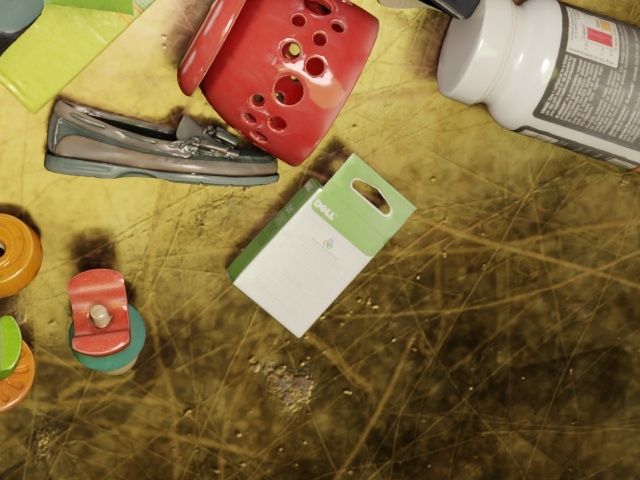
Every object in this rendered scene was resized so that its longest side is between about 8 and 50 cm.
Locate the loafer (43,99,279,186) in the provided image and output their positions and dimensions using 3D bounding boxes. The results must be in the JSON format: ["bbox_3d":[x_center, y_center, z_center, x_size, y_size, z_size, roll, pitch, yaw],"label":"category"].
[{"bbox_3d":[-0.176,-0.109,1.816,0.268,0.096,0.084,3,99,-9],"label":"loafer"}]

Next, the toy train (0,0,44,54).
[{"bbox_3d":[-0.430,-0.214,1.612,0.334,0.142,0.190,-35,102,33],"label":"toy train"}]

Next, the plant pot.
[{"bbox_3d":[-0.054,-0.201,1.766,0.174,0.191,0.191,28,99,-8],"label":"plant pot"}]

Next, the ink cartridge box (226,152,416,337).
[{"bbox_3d":[0.000,0.000,1.892,0.109,0.062,0.209,41,94,-18],"label":"ink cartridge box"}]

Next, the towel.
[{"bbox_3d":[-0.271,-0.256,1.795,0.237,0.021,0.102,-43,103,4],"label":"towel"}]

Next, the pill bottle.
[{"bbox_3d":[0.286,-0.187,1.841,0.278,0.162,0.162,17,102,-15],"label":"pill bottle"}]

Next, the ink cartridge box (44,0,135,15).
[{"bbox_3d":[-0.321,-0.322,1.642,0.097,0.255,0.188,-28,122,-49],"label":"ink cartridge box"}]

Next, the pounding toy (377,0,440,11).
[{"bbox_3d":[0.138,-0.375,1.764,0.154,0.155,0.269,23,100,-20],"label":"pounding toy"}]

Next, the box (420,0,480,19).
[{"bbox_3d":[0.047,-0.527,1.494,0.471,0.297,0.480,-61,151,5],"label":"box"}]

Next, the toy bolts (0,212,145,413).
[{"bbox_3d":[-0.315,0.092,1.850,0.229,0.158,0.218,-2,66,0],"label":"toy bolts"}]
